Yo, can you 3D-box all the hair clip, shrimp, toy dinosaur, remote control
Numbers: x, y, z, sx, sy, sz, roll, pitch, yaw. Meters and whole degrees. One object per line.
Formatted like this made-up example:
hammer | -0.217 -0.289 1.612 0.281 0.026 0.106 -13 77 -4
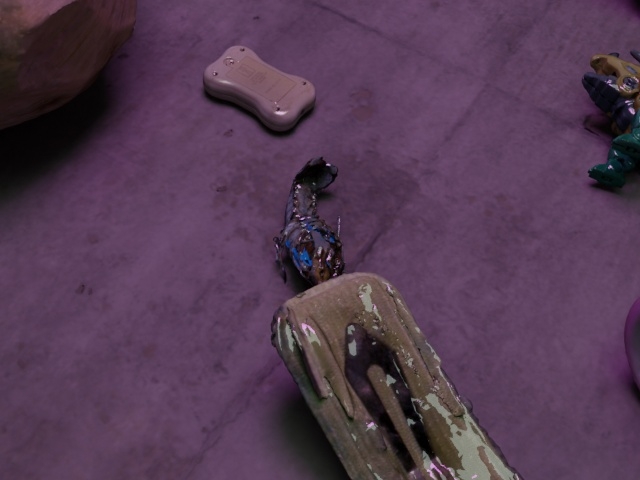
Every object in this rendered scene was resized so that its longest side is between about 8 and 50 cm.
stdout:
hair clip | 0.075 0.178 0.801 0.138 0.091 0.321 -22 69 -29
shrimp | -0.003 0.001 0.951 0.082 0.076 0.174 30 39 -34
toy dinosaur | 0.389 -0.103 1.036 0.259 0.094 0.153 27 60 5
remote control | -0.067 -0.167 1.077 0.122 0.032 0.074 32 58 19

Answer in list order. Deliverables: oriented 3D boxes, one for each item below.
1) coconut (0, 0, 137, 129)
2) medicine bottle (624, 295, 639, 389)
coconut | -0.338 -0.284 0.954 0.415 0.344 0.416 -5 72 16
medicine bottle | 0.427 0.056 0.858 0.290 0.178 0.178 -29 61 -23
